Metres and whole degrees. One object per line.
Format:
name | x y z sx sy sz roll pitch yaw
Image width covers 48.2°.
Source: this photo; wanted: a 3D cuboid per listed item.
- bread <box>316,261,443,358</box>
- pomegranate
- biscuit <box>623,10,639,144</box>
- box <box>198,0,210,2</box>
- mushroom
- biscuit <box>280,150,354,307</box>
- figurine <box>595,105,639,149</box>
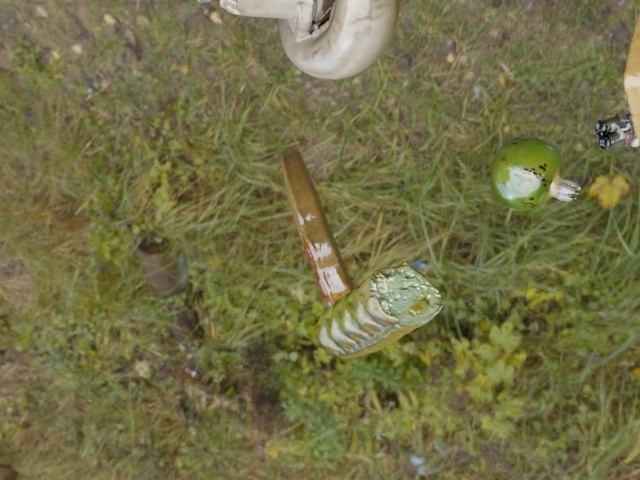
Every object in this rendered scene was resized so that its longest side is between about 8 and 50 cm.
bread | 0.069 0.108 1.001 0.098 0.087 0.269 -12 165 -22
pomegranate | 0.495 -0.148 1.643 0.210 0.180 0.180 24 146 33
biscuit | 0.256 -0.129 0.510 0.029 0.221 0.141 11 111 37
box | -0.276 -0.697 1.821 0.055 0.040 0.218 63 147 9
mushroom | -0.017 -0.428 1.242 0.290 0.292 0.292 -5 153 -32
biscuit | 0.000 0.000 1.513 0.074 0.359 0.381 -17 128 2
figurine | 0.636 -0.232 1.387 0.196 0.114 0.108 -11 167 -6
